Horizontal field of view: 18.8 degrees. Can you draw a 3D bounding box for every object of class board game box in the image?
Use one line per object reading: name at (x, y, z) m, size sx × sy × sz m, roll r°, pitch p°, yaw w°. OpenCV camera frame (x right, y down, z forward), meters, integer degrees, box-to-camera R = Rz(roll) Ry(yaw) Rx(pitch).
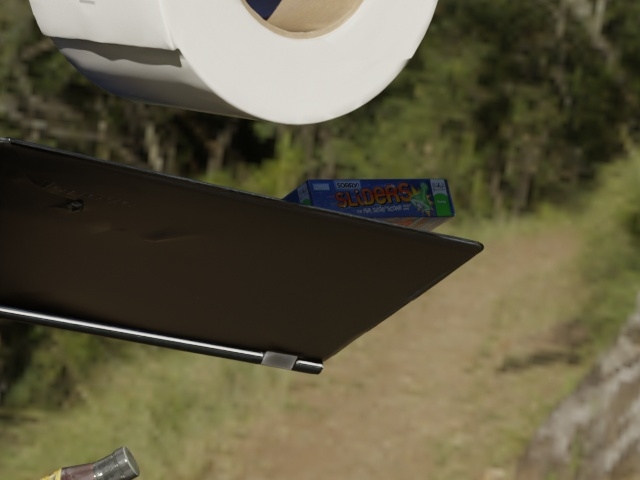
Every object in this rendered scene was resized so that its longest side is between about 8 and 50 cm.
board game box at (0.000, 0.000, 1.610) m, size 0.136 × 0.035 × 0.201 m, roll -2°, pitch -19°, yaw -33°

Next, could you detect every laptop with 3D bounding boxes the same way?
laptop at (-0.141, -0.044, 1.564) m, size 0.382 × 0.236 × 0.408 m, roll 13°, pitch 27°, yaw -25°

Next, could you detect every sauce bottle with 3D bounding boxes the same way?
sauce bottle at (-0.199, 0.196, 1.474) m, size 0.128 × 0.042 × 0.042 m, roll -29°, pitch 10°, yaw 3°

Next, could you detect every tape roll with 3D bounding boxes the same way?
tape roll at (-0.058, -0.206, 1.307) m, size 0.246 × 0.246 × 0.169 m, roll 0°, pitch 9°, yaw -38°
